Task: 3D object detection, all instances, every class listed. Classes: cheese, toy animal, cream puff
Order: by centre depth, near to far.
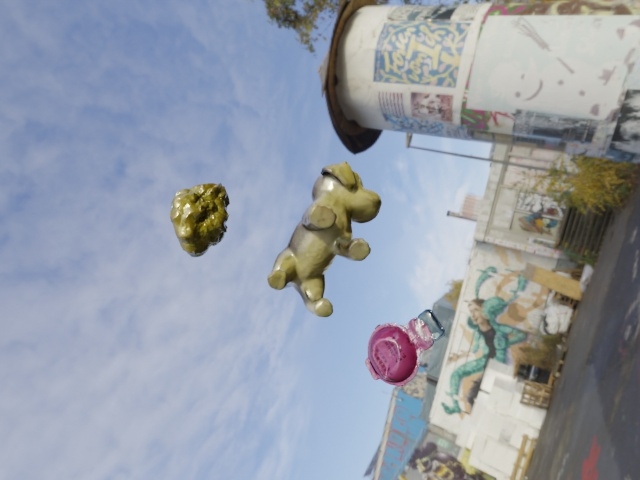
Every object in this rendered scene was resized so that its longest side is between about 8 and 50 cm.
[{"bbox_3d":[0.121,0.159,0.630,0.038,0.095,0.145,6,-44,-50],"label":"cheese"},{"bbox_3d":[0.007,-0.005,0.640,0.233,0.121,0.168,-59,16,5],"label":"toy animal"},{"bbox_3d":[-0.238,-0.046,0.869,0.146,0.116,0.146,161,90,-86],"label":"cream puff"}]
